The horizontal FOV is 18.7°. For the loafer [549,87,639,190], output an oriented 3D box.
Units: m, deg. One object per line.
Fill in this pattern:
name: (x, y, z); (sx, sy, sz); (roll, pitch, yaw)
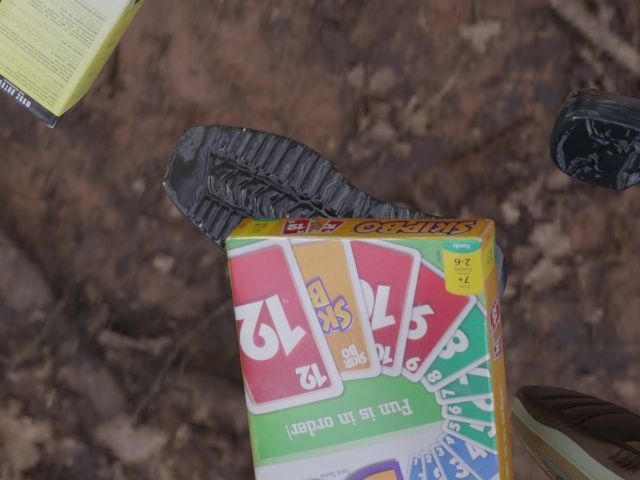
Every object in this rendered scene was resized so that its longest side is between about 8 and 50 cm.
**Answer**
loafer: (0.223, -0.054, 1.176); (0.170, 0.061, 0.062); (21, 126, -4)

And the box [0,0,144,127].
box: (-0.169, -0.196, 1.418); (0.087, 0.058, 0.232); (36, 124, 0)

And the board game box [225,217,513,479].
board game box: (0.030, 0.115, 0.933); (0.124, 0.039, 0.259); (0, 112, 19)

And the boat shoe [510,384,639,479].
boat shoe: (0.153, 0.135, 1.014); (0.068, 0.190, 0.072); (3, 105, -25)

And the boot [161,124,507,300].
boot: (0.000, 0.000, 1.125); (0.198, 0.137, 0.077); (26, 84, -5)
